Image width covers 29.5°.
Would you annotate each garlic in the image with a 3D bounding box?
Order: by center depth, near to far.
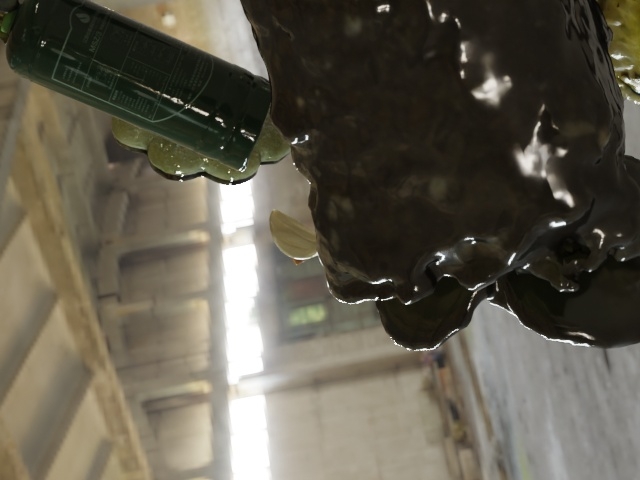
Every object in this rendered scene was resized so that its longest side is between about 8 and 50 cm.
[{"bbox_3d":[-0.030,-0.004,1.572,0.041,0.083,0.053,-49,-21,-40],"label":"garlic"}]

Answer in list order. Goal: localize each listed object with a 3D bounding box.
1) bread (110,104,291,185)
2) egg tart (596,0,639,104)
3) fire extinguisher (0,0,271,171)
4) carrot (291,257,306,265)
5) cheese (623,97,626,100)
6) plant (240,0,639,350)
[{"bbox_3d":[-0.185,-0.164,1.804,0.207,0.286,0.056,-69,-7,-49],"label":"bread"},{"bbox_3d":[0.485,-0.297,1.413,0.169,0.388,0.388,-107,3,-51],"label":"egg tart"},{"bbox_3d":[-0.198,-0.175,1.169,0.095,0.311,0.114,129,159,-58],"label":"fire extinguisher"},{"bbox_3d":[0.000,0.000,1.669,0.032,0.093,0.032,53,174,8],"label":"carrot"},{"bbox_3d":[0.394,-0.334,1.808,0.318,0.115,0.326,-54,-38,-20],"label":"cheese"},{"bbox_3d":[0.081,-0.072,0.683,0.276,0.199,0.188,64,-155,-24],"label":"plant"}]
